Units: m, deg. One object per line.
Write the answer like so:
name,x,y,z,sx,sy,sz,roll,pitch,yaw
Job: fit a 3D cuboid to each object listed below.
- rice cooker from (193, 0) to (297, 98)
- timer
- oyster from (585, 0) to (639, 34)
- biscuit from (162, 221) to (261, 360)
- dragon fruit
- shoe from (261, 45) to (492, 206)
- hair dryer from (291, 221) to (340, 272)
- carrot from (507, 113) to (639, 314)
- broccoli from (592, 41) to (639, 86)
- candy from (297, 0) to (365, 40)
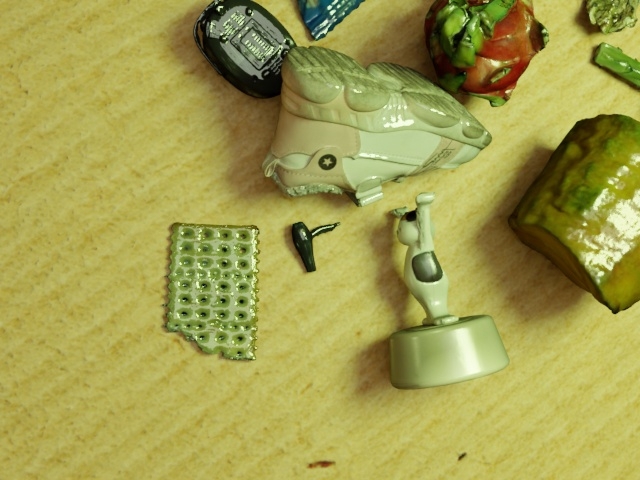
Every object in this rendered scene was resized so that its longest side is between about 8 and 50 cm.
rice cooker,-0.105,-0.282,1.121,0.165,0.106,0.112,42,84,-17
timer,0.162,0.069,1.126,0.175,0.175,0.266,-11,85,-11
oyster,0.494,-0.400,1.270,0.108,0.053,0.166,28,75,-19
biscuit,-0.160,0.074,1.136,0.143,0.016,0.203,4,86,-11
dragon fruit,0.234,-0.316,1.112,0.198,0.269,0.200,6,81,19
shoe,0.075,-0.153,1.130,0.350,0.172,0.198,10,122,-28
hair dryer,0.000,0.000,1.168,0.083,0.031,0.079,-23,102,-19
carrot,0.449,-0.064,1.147,0.241,0.241,0.341,40,82,-7
broccoli,0.547,-0.268,1.259,0.204,0.122,0.118,24,68,5
candy,-0.034,-0.482,1.130,0.187,0.077,0.331,-44,118,-9
